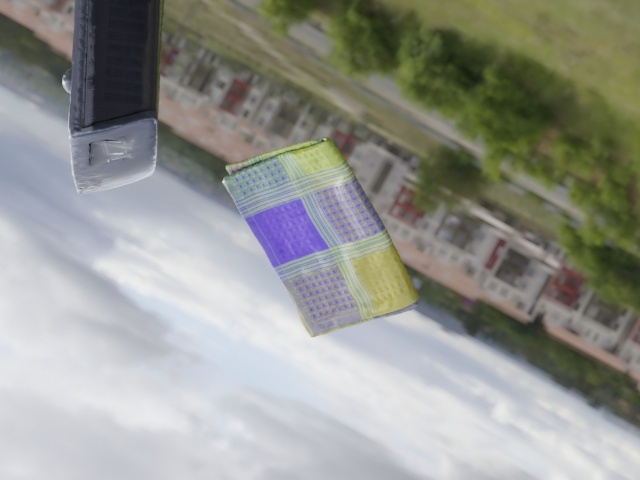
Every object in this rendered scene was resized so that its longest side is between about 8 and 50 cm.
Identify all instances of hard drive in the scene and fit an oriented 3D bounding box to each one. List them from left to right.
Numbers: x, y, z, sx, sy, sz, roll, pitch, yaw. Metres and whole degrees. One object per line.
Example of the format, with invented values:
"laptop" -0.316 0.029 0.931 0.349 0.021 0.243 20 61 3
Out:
"hard drive" -0.123 -0.117 0.827 0.054 0.172 0.255 2 175 -8

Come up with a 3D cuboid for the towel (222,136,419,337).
"towel" 0.000 0.000 0.561 0.060 0.009 0.083 -14 112 35
